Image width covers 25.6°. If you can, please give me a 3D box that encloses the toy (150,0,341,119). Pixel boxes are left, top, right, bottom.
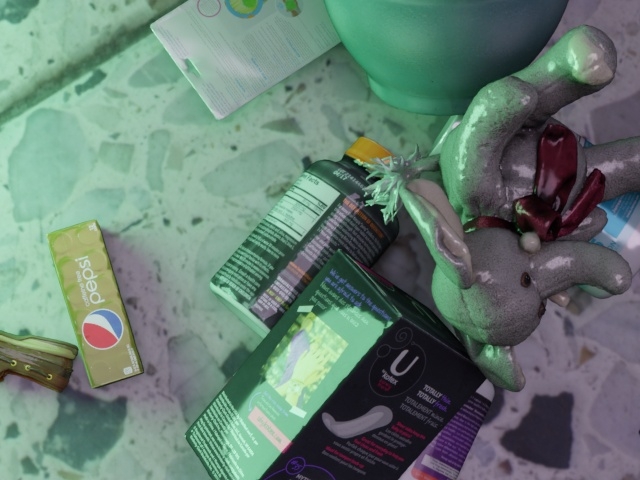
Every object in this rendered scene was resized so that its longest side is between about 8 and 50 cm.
[{"bbox_3d":[-0.063,-0.249,1.638,0.237,0.056,0.137,-35,84,-13],"label":"toy"}]

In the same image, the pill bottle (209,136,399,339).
[{"bbox_3d":[0.000,0.000,1.579,0.130,0.130,0.246,41,82,0],"label":"pill bottle"}]

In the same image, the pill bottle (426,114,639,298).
[{"bbox_3d":[0.254,-0.059,1.603,0.264,0.146,0.146,33,82,-1],"label":"pill bottle"}]

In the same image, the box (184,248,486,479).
[{"bbox_3d":[0.015,0.174,1.492,0.270,0.143,0.165,-49,131,7],"label":"box"}]

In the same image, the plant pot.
[{"bbox_3d":[0.136,-0.261,1.545,0.293,0.293,0.196,-7,127,-6],"label":"plant pot"}]

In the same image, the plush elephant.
[{"bbox_3d":[0.199,-0.010,1.394,0.330,0.272,0.255,-17,52,17],"label":"plush elephant"}]

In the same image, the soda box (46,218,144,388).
[{"bbox_3d":[-0.253,0.072,1.582,0.061,0.058,0.181,-17,85,-7],"label":"soda box"}]

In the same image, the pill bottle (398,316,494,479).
[{"bbox_3d":[0.130,0.189,1.582,0.108,0.108,0.193,27,82,-2],"label":"pill bottle"}]

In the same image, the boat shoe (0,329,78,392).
[{"bbox_3d":[-0.361,0.129,1.562,0.178,0.064,0.060,11,81,-7],"label":"boat shoe"}]
